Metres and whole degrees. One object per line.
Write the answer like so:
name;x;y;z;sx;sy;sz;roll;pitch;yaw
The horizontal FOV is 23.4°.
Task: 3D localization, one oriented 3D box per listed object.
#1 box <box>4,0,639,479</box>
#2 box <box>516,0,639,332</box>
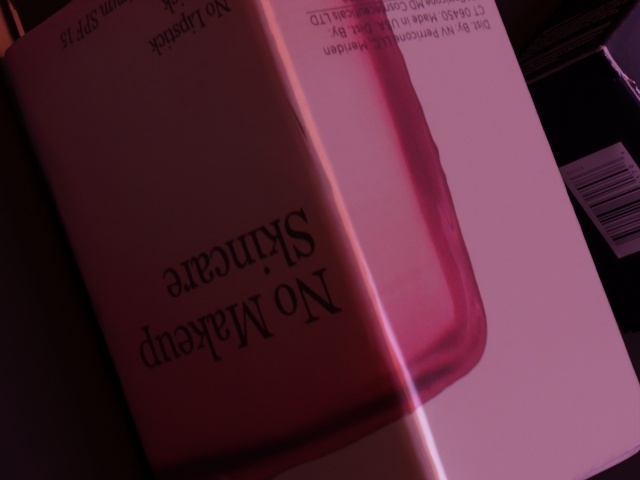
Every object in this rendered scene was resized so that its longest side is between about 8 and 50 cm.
box;0.000;0.000;0.590;0.127;0.148;0.232;-16;84;-45
box;0.188;-0.063;0.829;0.156;0.093;0.158;53;47;-13
